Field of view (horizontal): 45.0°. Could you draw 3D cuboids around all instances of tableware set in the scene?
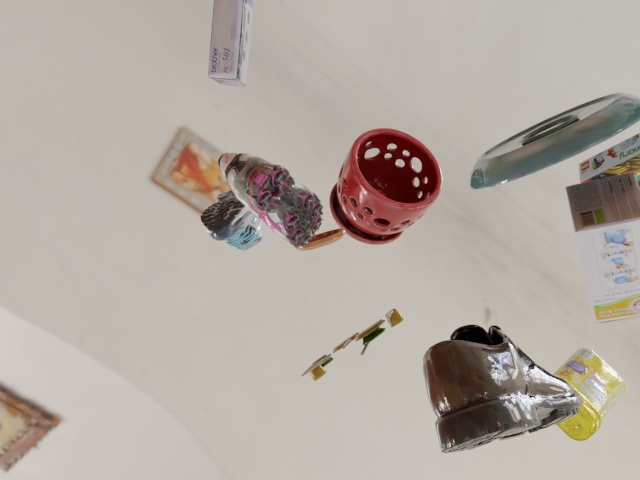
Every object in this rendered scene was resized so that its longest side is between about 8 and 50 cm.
[{"bbox_3d":[0.045,0.143,1.045,0.154,0.024,0.104,-36,177,9],"label":"tableware set"}]

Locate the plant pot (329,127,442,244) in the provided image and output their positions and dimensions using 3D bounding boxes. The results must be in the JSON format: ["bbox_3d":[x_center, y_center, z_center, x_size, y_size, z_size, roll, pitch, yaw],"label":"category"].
[{"bbox_3d":[0.120,-0.094,1.513,0.174,0.191,0.191,119,-6,-51],"label":"plant pot"}]

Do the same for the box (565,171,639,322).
[{"bbox_3d":[0.451,0.015,1.189,0.103,0.203,0.114,-12,-143,18],"label":"box"}]

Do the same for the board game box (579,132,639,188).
[{"bbox_3d":[0.650,-0.093,1.418,0.193,0.305,0.053,-30,-140,45],"label":"board game box"}]

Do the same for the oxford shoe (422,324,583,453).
[{"bbox_3d":[0.151,0.111,0.626,0.082,0.227,0.096,-28,-114,23],"label":"oxford shoe"}]

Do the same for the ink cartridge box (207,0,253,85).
[{"bbox_3d":[-0.127,-0.335,1.125,0.097,0.046,0.207,-63,159,-84],"label":"ink cartridge box"}]

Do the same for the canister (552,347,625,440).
[{"bbox_3d":[0.490,0.283,1.446,0.170,0.126,0.073,-23,152,-48],"label":"canister"}]

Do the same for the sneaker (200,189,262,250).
[{"bbox_3d":[-0.162,-0.035,1.599,0.110,0.122,0.283,-19,-167,10],"label":"sneaker"}]

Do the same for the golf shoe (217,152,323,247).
[{"bbox_3d":[-0.057,-0.055,0.949,0.086,0.186,0.067,32,-100,32],"label":"golf shoe"}]

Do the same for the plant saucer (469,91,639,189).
[{"bbox_3d":[0.387,-0.172,1.289,0.317,0.044,0.317,-27,-174,3],"label":"plant saucer"}]

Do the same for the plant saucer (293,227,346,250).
[{"bbox_3d":[0.000,0.000,1.168,0.083,0.013,0.083,-18,-174,2],"label":"plant saucer"}]
